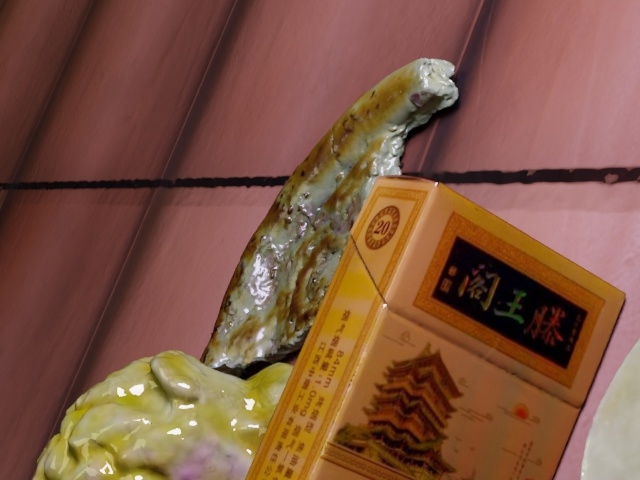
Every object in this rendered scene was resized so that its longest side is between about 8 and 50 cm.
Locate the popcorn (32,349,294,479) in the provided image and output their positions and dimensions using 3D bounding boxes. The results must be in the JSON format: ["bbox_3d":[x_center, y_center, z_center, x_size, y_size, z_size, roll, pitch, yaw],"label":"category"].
[{"bbox_3d":[-0.080,0.187,0.970,0.259,0.259,0.212,-63,15,-3],"label":"popcorn"}]

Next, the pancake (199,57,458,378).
[{"bbox_3d":[-0.005,-0.002,1.152,0.377,0.054,0.197,-59,31,7],"label":"pancake"}]

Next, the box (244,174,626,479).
[{"bbox_3d":[0.062,0.118,0.829,0.076,0.174,0.274,12,76,58],"label":"box"}]

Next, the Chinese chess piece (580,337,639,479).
[{"bbox_3d":[0.234,0.120,0.650,0.237,0.092,0.238,-36,38,35],"label":"Chinese chess piece"}]
